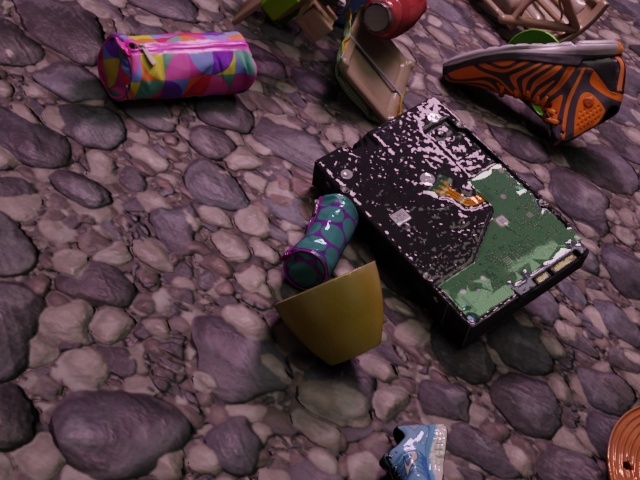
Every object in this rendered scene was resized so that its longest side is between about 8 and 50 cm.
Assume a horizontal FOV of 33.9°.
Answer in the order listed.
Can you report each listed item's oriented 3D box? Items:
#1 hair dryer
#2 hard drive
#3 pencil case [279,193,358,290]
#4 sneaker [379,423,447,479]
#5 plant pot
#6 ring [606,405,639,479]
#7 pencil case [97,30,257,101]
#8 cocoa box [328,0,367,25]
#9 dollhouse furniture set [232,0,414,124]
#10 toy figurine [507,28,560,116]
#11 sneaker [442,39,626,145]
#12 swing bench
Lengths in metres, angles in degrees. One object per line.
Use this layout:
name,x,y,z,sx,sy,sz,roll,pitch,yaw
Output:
hair dryer,0.087,-0.436,1.736,0.294,0.080,0.223,26,49,-43
hard drive,0.180,-0.036,1.489,0.237,0.064,0.339,-31,63,-24
pencil case,0.000,0.000,1.397,0.070,0.064,0.151,41,36,-10
sneaker,0.099,0.268,1.172,0.073,0.063,0.162,9,34,4
plant pot,0.023,0.094,1.270,0.134,0.134,0.095,-21,87,-44
ring,0.508,0.350,1.337,0.337,0.032,0.336,17,38,-14
pencil case,-0.207,-0.256,1.536,0.236,0.104,0.104,-11,53,-40
cocoa box,0.091,-0.584,1.884,0.228,0.347,0.231,21,38,-10
dollhouse furniture set,0.004,-0.318,1.760,0.301,0.151,0.197,47,38,-24
toy figurine,0.450,-0.318,2.011,0.159,0.130,0.173,-12,74,-51
sneaker,0.379,-0.258,1.873,0.321,0.180,0.124,-1,5,14
swing bench,0.419,-0.542,2.178,0.255,0.165,0.253,16,34,-49
